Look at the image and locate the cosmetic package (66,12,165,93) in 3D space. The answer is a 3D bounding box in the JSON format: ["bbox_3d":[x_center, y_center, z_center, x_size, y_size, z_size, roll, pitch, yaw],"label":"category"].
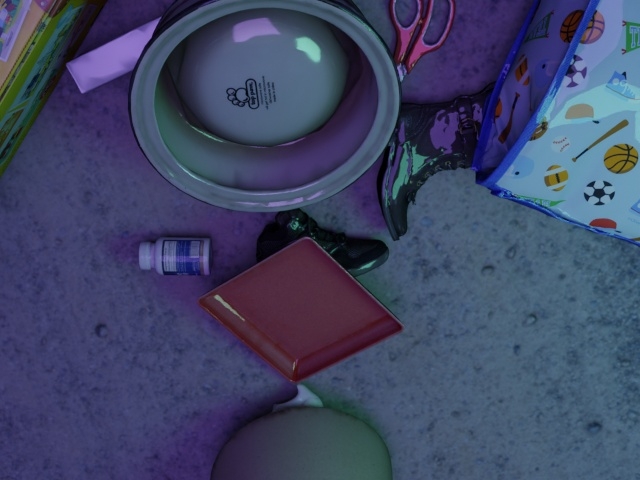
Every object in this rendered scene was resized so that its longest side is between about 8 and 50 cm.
[{"bbox_3d":[-0.283,-0.317,1.727,0.239,0.099,0.060,-24,104,8],"label":"cosmetic package"}]

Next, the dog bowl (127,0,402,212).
[{"bbox_3d":[-0.087,-0.242,1.650,0.408,0.150,0.408,-4,133,-4],"label":"dog bowl"}]

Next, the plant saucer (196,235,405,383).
[{"bbox_3d":[-0.032,0.112,1.818,0.259,0.047,0.258,-29,122,30],"label":"plant saucer"}]

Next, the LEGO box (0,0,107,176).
[{"bbox_3d":[-0.531,-0.246,1.611,0.193,0.372,0.500,33,104,-8],"label":"LEGO box"}]

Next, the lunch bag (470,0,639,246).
[{"bbox_3d":[0.446,-0.208,1.660,0.328,0.239,0.385,18,100,-16],"label":"lunch bag"}]

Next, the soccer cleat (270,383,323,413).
[{"bbox_3d":[-0.074,0.338,1.942,0.196,0.068,0.076,-43,72,19],"label":"soccer cleat"}]

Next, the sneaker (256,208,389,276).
[{"bbox_3d":[0.000,0.000,1.822,0.228,0.087,0.130,-4,113,8],"label":"sneaker"}]

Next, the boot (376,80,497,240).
[{"bbox_3d":[0.209,-0.128,1.781,0.229,0.091,0.262,-3,110,-2],"label":"boot"}]

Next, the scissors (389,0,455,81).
[{"bbox_3d":[0.138,-0.275,1.772,0.109,0.021,0.297,14,106,-3],"label":"scissors"}]

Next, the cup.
[{"bbox_3d":[-0.021,0.489,1.848,0.331,0.237,0.331,-3,120,-6],"label":"cup"}]

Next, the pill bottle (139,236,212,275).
[{"bbox_3d":[-0.248,0.027,1.844,0.120,0.067,0.067,1,107,1],"label":"pill bottle"}]
